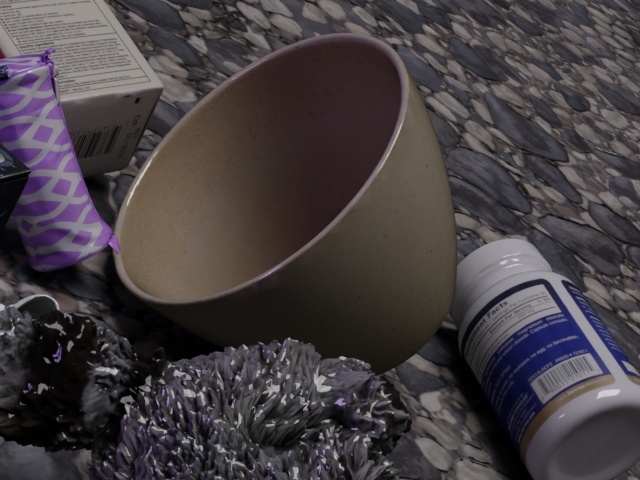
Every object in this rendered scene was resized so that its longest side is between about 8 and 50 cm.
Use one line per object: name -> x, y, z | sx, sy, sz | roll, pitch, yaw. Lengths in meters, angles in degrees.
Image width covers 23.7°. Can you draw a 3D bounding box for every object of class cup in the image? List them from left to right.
cup -> 0.000, 0.000, 1.474 | 0.237, 0.331, 0.331 | 50, 15, -35

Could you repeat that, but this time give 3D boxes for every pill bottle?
pill bottle -> 0.240, 0.128, 1.644 | 0.153, 0.153, 0.265 | 13, 33, -35

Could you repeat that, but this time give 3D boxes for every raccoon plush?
raccoon plush -> -0.098, 0.241, 1.091 | 0.446, 0.216, 0.299 | 9, 43, -17

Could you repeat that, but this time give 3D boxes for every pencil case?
pencil case -> -0.254, -0.074, 1.391 | 0.088, 0.206, 0.086 | -16, 23, -3

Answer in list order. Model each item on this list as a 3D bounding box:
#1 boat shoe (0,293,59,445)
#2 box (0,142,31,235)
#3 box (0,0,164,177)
boat shoe -> -0.269, 0.108, 1.200 | 0.083, 0.076, 0.226 | 30, 27, -7
box -> -0.330, 0.005, 1.189 | 0.077, 0.180, 0.147 | 39, 26, 15
box -> -0.291, -0.183, 1.552 | 0.148, 0.127, 0.232 | -14, 58, -39
